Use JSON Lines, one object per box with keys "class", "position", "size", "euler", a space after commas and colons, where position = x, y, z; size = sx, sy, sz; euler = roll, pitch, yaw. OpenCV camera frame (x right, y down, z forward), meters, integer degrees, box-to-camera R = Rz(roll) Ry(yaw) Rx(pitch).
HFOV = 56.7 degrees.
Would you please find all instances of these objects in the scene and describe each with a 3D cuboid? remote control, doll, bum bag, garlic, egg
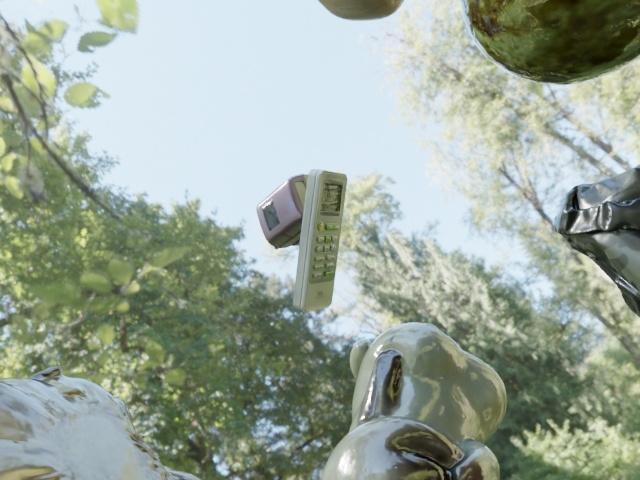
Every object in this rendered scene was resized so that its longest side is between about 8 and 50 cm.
{"class": "remote control", "position": [0.000, 0.000, 1.060], "size": [0.103, 0.034, 0.250], "euler": [0, -82, -60]}
{"class": "doll", "position": [0.126, 0.270, 0.793], "size": [0.226, 0.370, 0.215], "euler": [-37, -74, 28]}
{"class": "bum bag", "position": [0.419, 0.049, 0.706], "size": [0.095, 0.341, 0.144], "euler": [-2, -40, -35]}
{"class": "garlic", "position": [-0.180, 0.202, 0.392], "size": [0.161, 0.245, 0.245], "euler": [-54, -35, 2]}
{"class": "egg", "position": [0.291, -0.297, 0.661], "size": [0.238, 0.289, 0.238], "euler": [-3, -82, -20]}

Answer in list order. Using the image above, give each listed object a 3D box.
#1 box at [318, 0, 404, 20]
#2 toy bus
{"class": "box", "position": [0.065, -0.466, 1.081], "size": [0.146, 0.200, 0.088], "euler": [30, -95, -40]}
{"class": "toy bus", "position": [-0.071, -0.073, 1.567], "size": [0.142, 0.142, 0.202], "euler": [-5, -22, -45]}
